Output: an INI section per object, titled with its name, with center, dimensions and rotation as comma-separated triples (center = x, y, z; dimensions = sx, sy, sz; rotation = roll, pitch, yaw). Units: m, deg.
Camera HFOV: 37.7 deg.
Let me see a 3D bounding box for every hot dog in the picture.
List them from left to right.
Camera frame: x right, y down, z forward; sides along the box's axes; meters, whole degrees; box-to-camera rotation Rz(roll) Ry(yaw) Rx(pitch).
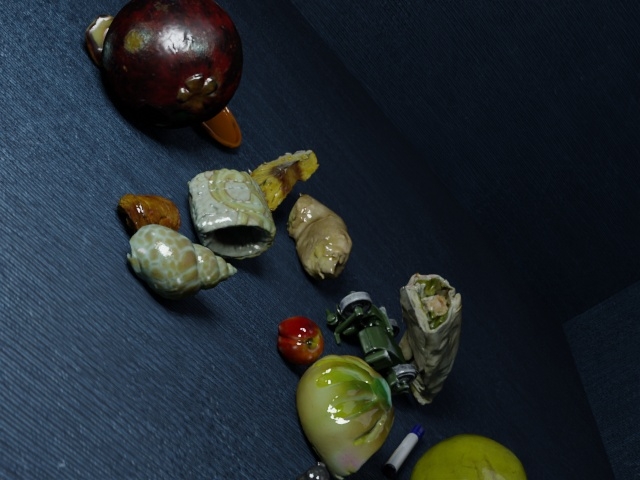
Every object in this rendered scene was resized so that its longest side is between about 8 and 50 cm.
[hot dog]
center = -0.308, -0.042, 1.679
dimensions = 0.099, 0.065, 0.147
rotation = 58, 16, 8

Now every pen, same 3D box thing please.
[pen]
center = 0.186, 0.464, 2.076
dimensions = 0.033, 0.033, 0.269
rotation = 57, 20, 4

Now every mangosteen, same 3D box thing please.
[mangosteen]
center = -0.305, -0.370, 1.899
dimensions = 0.311, 0.311, 0.311
rotation = 46, 22, -25

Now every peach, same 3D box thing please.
[peach]
center = -0.043, 0.201, 1.875
dimensions = 0.101, 0.101, 0.100
rotation = 46, 22, -25

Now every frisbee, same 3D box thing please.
[frisbee]
center = -0.261, -0.293, 2.220
dimensions = 0.192, 0.035, 0.192
rotation = 46, 21, -24

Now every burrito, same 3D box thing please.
[burrito]
center = 0.264, 0.242, 2.257
dimensions = 0.332, 0.135, 0.190
rotation = 87, -19, -46

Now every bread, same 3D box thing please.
[bread]
center = 0.040, 0.320, 1.788
dimensions = 0.156, 0.158, 0.260
rotation = 26, 33, -48

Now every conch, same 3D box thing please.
[conch]
center = -0.249, 0.043, 1.612
dimensions = 0.173, 0.106, 0.116
rotation = 50, 46, -28

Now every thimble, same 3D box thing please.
[thimble]
center = -0.187, -0.053, 1.878
dimensions = 0.190, 0.137, 0.143
rotation = 13, 46, -42

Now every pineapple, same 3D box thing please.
[pineapple]
center = -0.114, -0.134, 2.184
dimensions = 0.233, 0.135, 0.079
rotation = -42, 122, -44

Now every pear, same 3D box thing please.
[pear]
center = 0.310, 0.528, 1.966
dimensions = 0.253, 0.253, 0.307
rotation = 56, 8, 1

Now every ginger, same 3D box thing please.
[ginger]
center = 0.000, 0.000, 2.227
dimensions = 0.152, 0.138, 0.267
rotation = 16, 30, -41

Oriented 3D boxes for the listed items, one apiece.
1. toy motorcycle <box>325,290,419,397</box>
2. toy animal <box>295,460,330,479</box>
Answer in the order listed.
[toy motorcycle]
center = 0.121, 0.241, 2.159
dimensions = 0.275, 0.127, 0.205
rotation = 42, 24, -51
[toy animal]
center = 0.036, 0.528, 1.531
dimensions = 0.168, 0.106, 0.343
rotation = 38, 19, -24
